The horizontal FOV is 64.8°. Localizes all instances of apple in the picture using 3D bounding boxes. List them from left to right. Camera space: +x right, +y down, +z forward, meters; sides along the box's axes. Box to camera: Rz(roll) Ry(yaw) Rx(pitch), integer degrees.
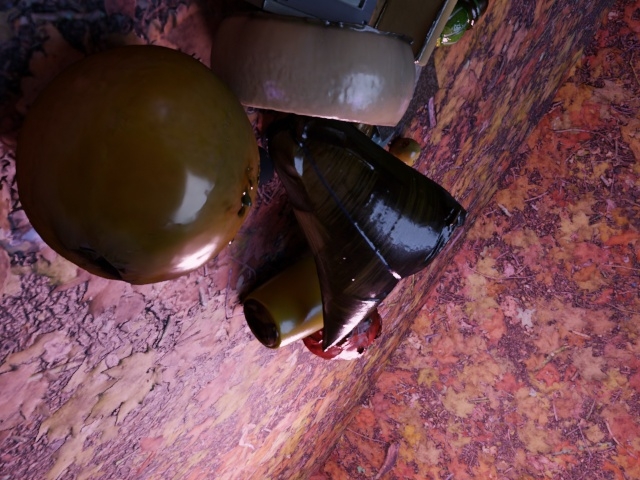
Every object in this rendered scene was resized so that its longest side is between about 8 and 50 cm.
[{"bbox_3d":[0.225,-0.232,1.341,0.084,0.071,0.083,-42,153,-27],"label":"apple"}]

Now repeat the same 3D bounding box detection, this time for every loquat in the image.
[{"bbox_3d":[-0.194,-0.082,0.568,0.263,0.263,0.263,-42,153,-27],"label":"loquat"}]

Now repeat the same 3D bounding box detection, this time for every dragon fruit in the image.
[{"bbox_3d":[0.051,0.225,1.431,0.252,0.241,0.240,-35,151,-61],"label":"dragon fruit"}]

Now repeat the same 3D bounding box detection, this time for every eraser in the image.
[{"bbox_3d":[0.183,-0.431,0.947,0.058,0.117,0.172,-10,130,-58],"label":"eraser"}]

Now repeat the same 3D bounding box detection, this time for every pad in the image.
[{"bbox_3d":[0.192,-0.350,1.145,0.235,0.003,0.158,-45,134,-23],"label":"pad"}]

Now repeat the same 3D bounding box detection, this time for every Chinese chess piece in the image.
[{"bbox_3d":[-0.009,-0.226,0.673,0.270,0.270,0.111,-15,118,-56],"label":"Chinese chess piece"}]

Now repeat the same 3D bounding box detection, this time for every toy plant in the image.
[{"bbox_3d":[0.291,-0.489,1.105,0.162,0.093,0.092,-48,155,-13],"label":"toy plant"}]

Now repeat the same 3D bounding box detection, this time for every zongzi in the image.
[{"bbox_3d":[0.000,0.000,0.957,0.404,0.207,0.432,31,108,-25],"label":"zongzi"}]

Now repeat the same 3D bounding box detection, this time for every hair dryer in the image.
[{"bbox_3d":[-0.153,-0.059,0.883,0.124,0.072,0.219,-37,157,-35],"label":"hair dryer"}]

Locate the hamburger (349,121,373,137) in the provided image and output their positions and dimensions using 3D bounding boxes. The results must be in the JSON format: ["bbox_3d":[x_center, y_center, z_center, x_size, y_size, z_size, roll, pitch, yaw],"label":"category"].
[{"bbox_3d":[0.084,-0.241,1.102,0.076,0.044,0.083,-37,148,-36],"label":"hamburger"}]

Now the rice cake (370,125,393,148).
[{"bbox_3d":[0.106,-0.210,1.182,0.226,0.040,0.085,-56,150,4],"label":"rice cake"}]

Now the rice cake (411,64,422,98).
[{"bbox_3d":[0.212,-0.457,1.022,0.066,0.063,0.335,-16,130,-48],"label":"rice cake"}]

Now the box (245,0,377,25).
[{"bbox_3d":[0.000,-0.400,0.642,0.225,0.118,0.224,-14,134,-54],"label":"box"}]

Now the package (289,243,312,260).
[{"bbox_3d":[0.056,-0.029,1.193,0.251,0.062,0.204,-30,-176,-25],"label":"package"}]

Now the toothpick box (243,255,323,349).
[{"bbox_3d":[-0.048,0.141,1.198,0.272,0.175,0.174,-27,144,-36],"label":"toothpick box"}]
